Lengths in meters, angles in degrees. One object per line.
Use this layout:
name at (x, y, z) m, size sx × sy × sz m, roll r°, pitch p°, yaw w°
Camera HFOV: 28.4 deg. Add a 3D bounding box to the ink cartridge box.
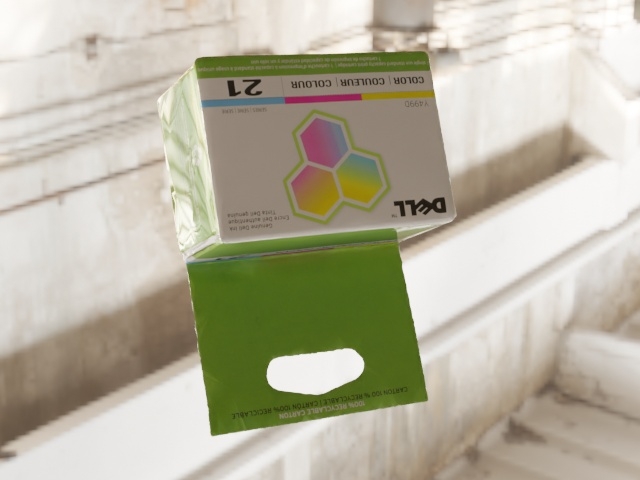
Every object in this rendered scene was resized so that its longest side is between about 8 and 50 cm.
ink cartridge box at (0.000, 0.000, 0.923) m, size 0.189 × 0.255 × 0.097 m, roll -6°, pitch 171°, yaw -24°
